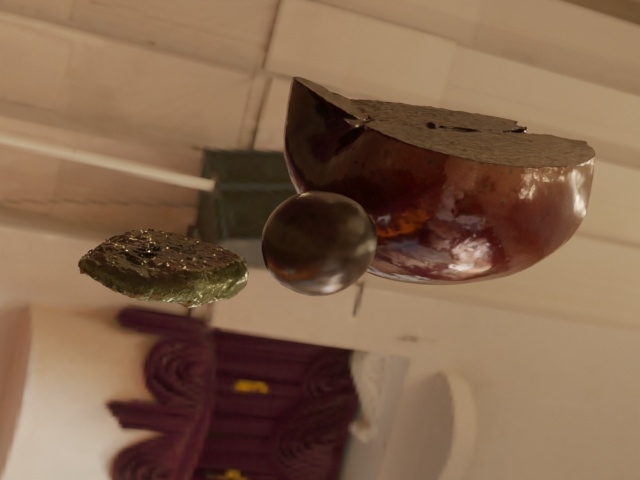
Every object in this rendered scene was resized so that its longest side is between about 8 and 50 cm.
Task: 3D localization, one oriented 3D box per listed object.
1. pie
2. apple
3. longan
[{"bbox_3d":[-0.170,0.027,1.246,0.187,0.187,0.041,-141,-125,-62],"label":"pie"},{"bbox_3d":[0.141,-0.091,1.348,0.295,0.365,0.328,-43,-123,43],"label":"apple"},{"bbox_3d":[0.000,0.000,1.016,0.113,0.113,0.092,13,-50,65],"label":"longan"}]
